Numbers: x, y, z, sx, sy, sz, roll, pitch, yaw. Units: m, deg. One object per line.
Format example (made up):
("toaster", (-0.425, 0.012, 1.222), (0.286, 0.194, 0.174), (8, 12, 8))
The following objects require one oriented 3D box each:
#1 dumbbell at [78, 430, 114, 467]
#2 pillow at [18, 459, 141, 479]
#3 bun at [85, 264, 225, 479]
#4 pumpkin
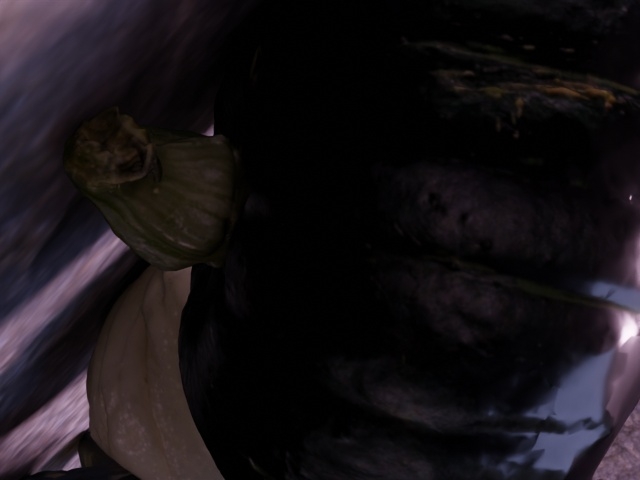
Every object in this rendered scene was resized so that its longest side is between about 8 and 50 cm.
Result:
("dumbbell", (-0.102, 0.171, 1.247), (0.254, 0.110, 0.110), (-30, 166, -29))
("pillow", (-0.172, 0.181, 1.027), (0.188, 0.034, 0.255), (-16, 177, 12))
("bun", (-0.038, 0.049, 0.900), (0.243, 0.153, 0.244), (-33, -167, 9))
("pumpkin", (0.017, -0.002, 0.653), (0.296, 0.296, 0.296), (-45, 173, -7))
